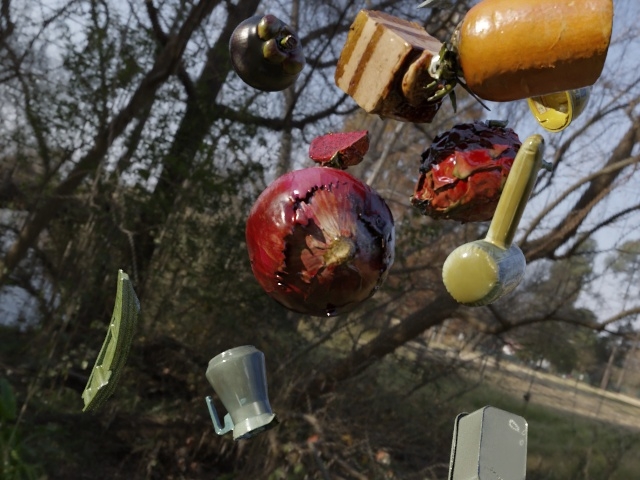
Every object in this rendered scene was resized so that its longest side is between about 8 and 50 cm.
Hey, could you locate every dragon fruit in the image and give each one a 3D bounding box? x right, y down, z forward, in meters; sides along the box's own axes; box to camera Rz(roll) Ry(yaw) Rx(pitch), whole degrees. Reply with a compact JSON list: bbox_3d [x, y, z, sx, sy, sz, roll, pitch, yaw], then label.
[{"bbox_3d":[0.353,-0.155,1.581,0.244,0.298,0.244,49,21,-26],"label":"dragon fruit"},{"bbox_3d":[0.038,-0.190,1.509,0.162,0.106,0.083,6,-46,40],"label":"dragon fruit"}]

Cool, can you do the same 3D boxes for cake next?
[{"bbox_3d":[0.189,-0.379,1.520,0.196,0.199,0.293,4,34,-36],"label":"cake"}]

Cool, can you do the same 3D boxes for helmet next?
[{"bbox_3d":[0.733,-0.440,1.978,0.140,0.205,0.257,-21,11,-8],"label":"helmet"}]

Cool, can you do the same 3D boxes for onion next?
[{"bbox_3d":[0.000,0.000,1.188,0.276,0.276,0.276,21,-4,2],"label":"onion"}]

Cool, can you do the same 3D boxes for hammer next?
[{"bbox_3d":[0.321,-0.036,1.140,0.113,0.306,0.202,26,19,24],"label":"hammer"}]

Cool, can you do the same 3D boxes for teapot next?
[{"bbox_3d":[-0.221,0.425,1.813,0.171,0.203,0.225,26,38,-62],"label":"teapot"}]

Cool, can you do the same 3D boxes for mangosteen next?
[{"bbox_3d":[-0.170,-0.656,2.302,0.275,0.275,0.302,24,-13,-31],"label":"mangosteen"}]

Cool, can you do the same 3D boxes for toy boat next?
[{"bbox_3d":[-0.408,0.202,1.310,0.055,0.293,0.093,13,15,-28],"label":"toy boat"}]

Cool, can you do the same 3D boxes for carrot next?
[{"bbox_3d":[0.357,-0.354,1.218,0.331,0.193,0.214,-6,-2,22],"label":"carrot"}]

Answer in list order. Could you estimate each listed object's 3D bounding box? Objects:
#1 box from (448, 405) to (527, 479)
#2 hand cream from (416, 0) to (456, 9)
[{"bbox_3d":[0.426,0.539,1.659,0.163,0.243,0.135,21,-35,-5],"label":"box"},{"bbox_3d":[0.160,-0.325,0.899,0.030,0.019,0.093,-21,4,37],"label":"hand cream"}]
